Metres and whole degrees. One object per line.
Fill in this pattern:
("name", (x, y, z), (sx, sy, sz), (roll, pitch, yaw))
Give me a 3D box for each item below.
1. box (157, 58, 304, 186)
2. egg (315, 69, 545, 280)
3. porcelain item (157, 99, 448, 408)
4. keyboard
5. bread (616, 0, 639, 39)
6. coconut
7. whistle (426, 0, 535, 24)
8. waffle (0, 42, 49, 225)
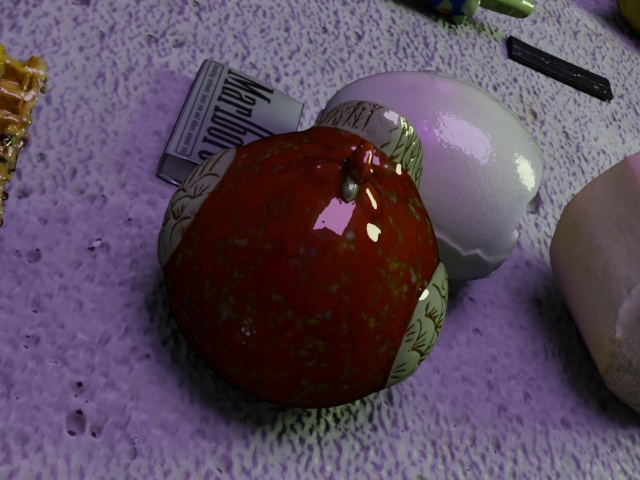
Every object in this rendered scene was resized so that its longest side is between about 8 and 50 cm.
("box", (-0.082, -0.101, 1.178), (0.115, 0.036, 0.177), (24, 37, -10))
("egg", (0.093, -0.068, 1.140), (0.217, 0.183, 0.183), (26, 37, 3))
("porcelain item", (0.000, 0.000, 0.960), (0.253, 0.253, 0.253), (19, 39, -16))
("keyboard", (0.315, -0.226, 1.609), (0.155, 0.010, 0.053), (22, 37, -11))
("bread", (0.526, -0.315, 1.795), (0.233, 0.088, 0.160), (45, 44, 14))
("coconut", (0.343, 0.025, 1.172), (0.239, 0.239, 0.244), (6, 46, -29))
("whistle", (0.166, -0.331, 1.563), (0.227, 0.105, 0.085), (20, 79, -13))
("waffle", (-0.328, -0.081, 0.969), (0.283, 0.065, 0.309), (44, 42, 21))
